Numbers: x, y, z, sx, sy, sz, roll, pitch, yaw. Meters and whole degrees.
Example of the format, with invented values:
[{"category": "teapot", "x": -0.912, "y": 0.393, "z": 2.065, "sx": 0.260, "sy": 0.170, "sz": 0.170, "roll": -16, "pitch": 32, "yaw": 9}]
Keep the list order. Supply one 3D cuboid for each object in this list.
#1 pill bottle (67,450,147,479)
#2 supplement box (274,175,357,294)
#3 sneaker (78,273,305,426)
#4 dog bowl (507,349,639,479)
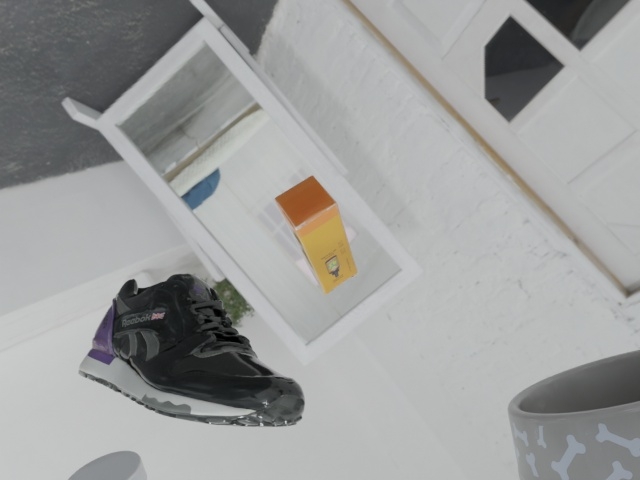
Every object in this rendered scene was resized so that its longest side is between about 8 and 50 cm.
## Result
[{"category": "pill bottle", "x": -0.240, "y": 0.384, "z": 0.583, "sx": 0.124, "sy": 0.222, "sz": 0.124, "roll": -12, "pitch": -169, "yaw": 2}, {"category": "supplement box", "x": 0.000, "y": 0.000, "z": 0.801, "sx": 0.078, "sy": 0.080, "sz": 0.233, "roll": -33, "pitch": 145, "yaw": -8}, {"category": "sneaker", "x": -0.129, "y": 0.090, "z": 0.449, "sx": 0.107, "sy": 0.283, "sz": 0.124, "roll": 31, "pitch": 68, "yaw": -49}, {"category": "dog bowl", "x": 0.415, "y": 0.226, "z": 0.624, "sx": 0.348, "sy": 0.102, "sz": 0.349, "roll": -19, "pitch": 167, "yaw": -4}]
